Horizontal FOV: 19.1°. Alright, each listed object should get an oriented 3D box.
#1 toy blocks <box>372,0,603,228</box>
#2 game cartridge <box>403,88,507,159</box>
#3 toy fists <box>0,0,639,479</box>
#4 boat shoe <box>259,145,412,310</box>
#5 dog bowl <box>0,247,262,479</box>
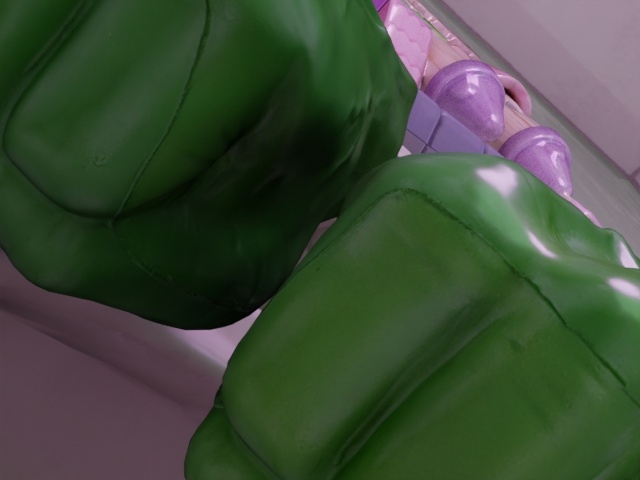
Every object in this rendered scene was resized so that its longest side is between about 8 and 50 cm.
[{"bbox_3d":[0.059,-0.143,1.223,0.288,0.309,0.260,38,9,-33],"label":"toy blocks"},{"bbox_3d":[-0.087,-0.113,0.946,0.355,0.068,0.230,26,-9,45],"label":"game cartridge"},{"bbox_3d":[0.000,0.000,0.393,0.279,0.096,0.142,48,2,17],"label":"toy fists"},{"bbox_3d":[-0.076,-0.019,0.691,0.500,0.187,0.156,42,16,9],"label":"boat shoe"},{"bbox_3d":[-0.025,0.164,0.350,0.408,0.150,0.408,44,12,-12],"label":"dog bowl"}]
